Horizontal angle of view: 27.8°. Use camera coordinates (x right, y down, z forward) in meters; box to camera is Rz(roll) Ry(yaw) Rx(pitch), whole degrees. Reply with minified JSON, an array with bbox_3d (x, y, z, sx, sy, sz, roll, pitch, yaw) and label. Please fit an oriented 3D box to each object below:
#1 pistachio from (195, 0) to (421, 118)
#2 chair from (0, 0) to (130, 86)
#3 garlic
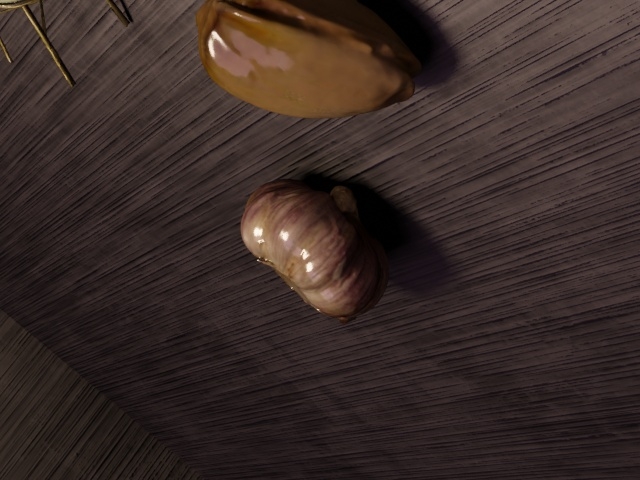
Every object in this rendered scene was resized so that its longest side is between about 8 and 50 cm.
[{"bbox_3d":[-0.018,-0.217,1.486,0.260,0.163,0.213,25,175,-8],"label":"pistachio"},{"bbox_3d":[-0.381,-0.365,1.661,0.159,0.170,0.326,25,157,25],"label":"chair"},{"bbox_3d":[0.000,0.000,1.813,0.245,0.160,0.245,38,174,4],"label":"garlic"}]
